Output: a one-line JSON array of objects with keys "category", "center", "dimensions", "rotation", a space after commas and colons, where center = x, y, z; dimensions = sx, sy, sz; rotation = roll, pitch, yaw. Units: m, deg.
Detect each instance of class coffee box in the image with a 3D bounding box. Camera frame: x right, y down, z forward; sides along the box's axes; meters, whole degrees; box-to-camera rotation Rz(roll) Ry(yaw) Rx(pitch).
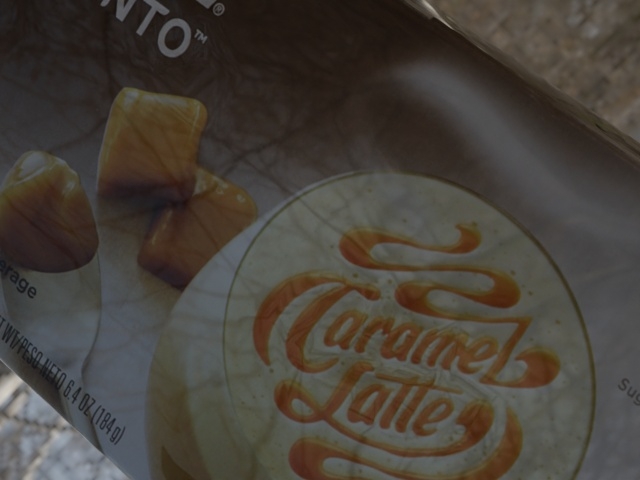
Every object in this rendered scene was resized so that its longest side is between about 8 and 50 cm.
[{"category": "coffee box", "center": [0.000, 0.000, 0.431], "dimensions": [0.246, 0.141, 0.098], "rotation": [39, -167, 22]}]
